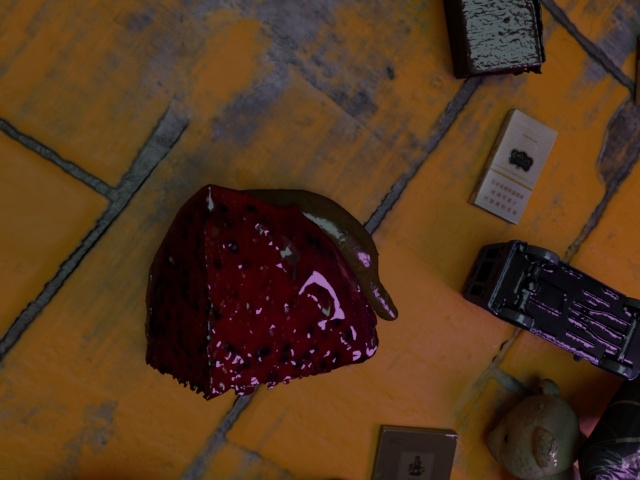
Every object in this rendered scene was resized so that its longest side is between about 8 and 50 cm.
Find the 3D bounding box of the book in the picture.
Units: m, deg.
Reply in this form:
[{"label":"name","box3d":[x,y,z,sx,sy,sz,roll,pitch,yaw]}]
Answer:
[{"label":"book","box3d":[0.150,0.412,0.887,0.138,0.016,0.199,9,94,-13]}]

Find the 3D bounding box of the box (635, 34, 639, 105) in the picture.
[{"label":"box","box3d":[0.651,-0.294,0.917,0.220,0.032,0.122,-2,97,-12]}]

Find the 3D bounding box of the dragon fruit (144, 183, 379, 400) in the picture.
[{"label":"dragon fruit","box3d":[-0.070,0.124,0.704,0.330,0.302,0.240,21,47,-26]}]

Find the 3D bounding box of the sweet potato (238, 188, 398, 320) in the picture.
[{"label":"sweet potato","box3d":[0.007,-0.003,0.784,0.346,0.079,0.108,35,115,-15]}]

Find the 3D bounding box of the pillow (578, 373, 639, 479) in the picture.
[{"label":"pillow","box3d":[0.511,0.321,0.863,0.335,0.092,0.162,-30,119,-38]}]

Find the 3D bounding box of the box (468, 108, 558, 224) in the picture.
[{"label":"box","box3d":[0.315,-0.119,0.864,0.090,0.024,0.167,24,90,-14]}]

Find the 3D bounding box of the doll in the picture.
[{"label":"doll","box3d":[0.377,0.385,0.897,0.149,0.175,0.278,-14,112,27]}]

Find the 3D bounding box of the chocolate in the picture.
[{"label":"chocolate","box3d":[0.235,-0.391,0.778,0.111,0.112,0.321,-14,99,-3]}]

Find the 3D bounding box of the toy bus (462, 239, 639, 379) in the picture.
[{"label":"toy bus","box3d":[0.385,0.111,0.850,0.292,0.133,0.126,26,84,-12]}]
